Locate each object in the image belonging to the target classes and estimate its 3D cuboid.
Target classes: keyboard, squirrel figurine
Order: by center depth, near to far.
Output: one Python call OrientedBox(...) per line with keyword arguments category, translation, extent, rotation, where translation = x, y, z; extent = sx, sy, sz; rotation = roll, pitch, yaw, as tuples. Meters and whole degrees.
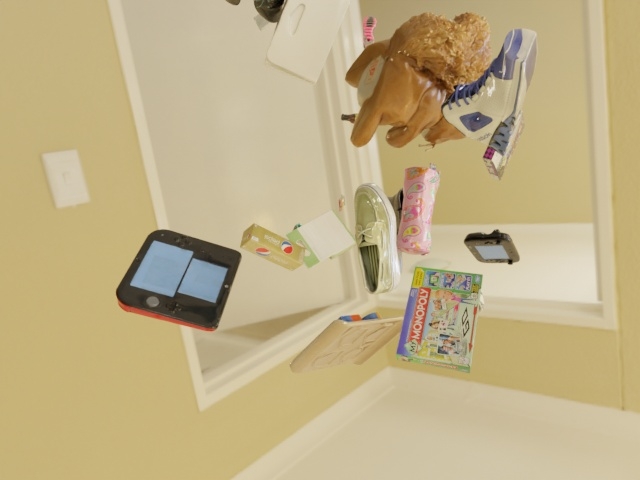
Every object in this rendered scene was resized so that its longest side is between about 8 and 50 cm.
OrientedBox(category="squirrel figurine", translation=(0.310, -0.408, 1.407), extent=(0.371, 0.280, 0.397), rotation=(16, 136, -26))
OrientedBox(category="keyboard", translation=(-0.174, -1.010, 2.259), extent=(0.256, 0.072, 0.014), rotation=(-29, 166, 16))

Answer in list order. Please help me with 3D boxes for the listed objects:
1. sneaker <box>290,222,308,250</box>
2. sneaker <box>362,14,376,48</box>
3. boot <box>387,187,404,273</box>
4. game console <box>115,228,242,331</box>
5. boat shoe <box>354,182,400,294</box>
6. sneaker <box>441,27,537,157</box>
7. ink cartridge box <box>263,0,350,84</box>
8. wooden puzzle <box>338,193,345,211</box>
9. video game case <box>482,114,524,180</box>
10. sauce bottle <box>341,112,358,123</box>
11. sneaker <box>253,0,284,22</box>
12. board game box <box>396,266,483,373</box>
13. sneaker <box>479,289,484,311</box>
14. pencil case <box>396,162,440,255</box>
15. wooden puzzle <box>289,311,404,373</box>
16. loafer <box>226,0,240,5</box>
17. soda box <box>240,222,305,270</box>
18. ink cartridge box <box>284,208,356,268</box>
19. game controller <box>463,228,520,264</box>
OrientedBox(category="sneaker", translation=(-0.047, -0.009, 2.093), extent=(0.167, 0.076, 0.065), rotation=(30, -138, 12))
OrientedBox(category="sneaker", translation=(0.167, -0.729, 1.832), extent=(0.047, 0.119, 0.057), rotation=(8, 173, -1))
OrientedBox(category="boot", translation=(0.289, -0.020, 2.008), extent=(0.118, 0.337, 0.223), rotation=(-8, 177, -19))
OrientedBox(category="game console", translation=(-0.472, 0.122, 1.780), extent=(0.342, 0.060, 0.386), rotation=(14, -140, -3))
OrientedBox(category="boat shoe", translation=(0.143, -0.004, 1.382), extent=(0.109, 0.302, 0.094), rotation=(-13, -179, 38))
OrientedBox(category="sneaker", translation=(0.372, -0.328, 1.197), extent=(0.182, 0.315, 0.127), rotation=(20, -117, 20))
OrientedBox(category="ink cartridge box", translation=(-0.053, -0.649, 1.615), extent=(0.166, 0.285, 0.395), rotation=(20, -165, -13))
OrientedBox(category="wooden puzzle", translation=(0.102, -0.179, 2.462), extent=(0.006, 0.083, 0.049), rotation=(15, -141, 29))
OrientedBox(category="video game case", translation=(0.657, -0.355, 1.861), extent=(0.042, 0.232, 0.210), rotation=(23, 178, 30))
OrientedBox(category="sauce bottle", translation=(0.140, -0.458, 1.965), extent=(0.128, 0.042, 0.042), rotation=(13, -162, 18))
OrientedBox(category="sneaker", translation=(-0.160, -0.802, 1.687), extent=(0.101, 0.106, 0.267), rotation=(-35, 158, -11))
OrientedBox(category="board game box", translation=(0.366, 0.230, 1.584), extent=(0.214, 0.046, 0.317), rotation=(7, -125, 18))
OrientedBox(category="sneaker", translation=(0.532, 0.219, 2.059), extent=(0.235, 0.090, 0.094), rotation=(10, -132, -1))
OrientedBox(category="pencil case", translation=(0.311, -0.096, 1.657), extent=(0.124, 0.283, 0.124), rotation=(9, 171, 1))
OrientedBox(category="wooden puzzle", translation=(0.096, 0.354, 1.862), extent=(0.348, 0.080, 0.322), rotation=(7, 136, -40))
OrientedBox(category="loafer", translation=(-0.285, -0.813, 1.686), extent=(0.061, 0.062, 0.170), rotation=(34, 177, 11))
OrientedBox(category="soda box", translation=(-0.134, 0.022, 1.496), extent=(0.181, 0.058, 0.061), rotation=(28, 142, -27))
OrientedBox(category="ink cartridge box", translation=(0.000, 0.000, 2.034), extent=(0.235, 0.171, 0.056), rotation=(-30, 164, -19))
OrientedBox(category="game controller", translation=(0.660, 0.034, 2.001), extent=(0.167, 0.067, 0.319), rotation=(-11, 156, 25))
